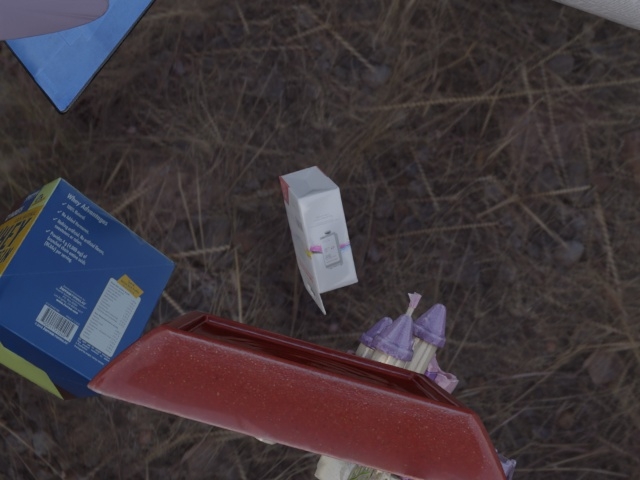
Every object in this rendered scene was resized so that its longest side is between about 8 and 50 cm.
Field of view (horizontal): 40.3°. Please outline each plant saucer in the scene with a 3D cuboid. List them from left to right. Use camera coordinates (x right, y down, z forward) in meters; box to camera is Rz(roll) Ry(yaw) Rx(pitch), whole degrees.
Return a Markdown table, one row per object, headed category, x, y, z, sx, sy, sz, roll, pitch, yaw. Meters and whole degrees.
| category | x | y | z | sx | sy | sz | roll | pitch | yaw |
| --- | --- | --- | --- | --- | --- | --- | --- | --- | --- |
| plant saucer | -0.010 | 0.103 | 0.626 | 0.259 | 0.259 | 0.047 | 16 | 87 | -2 |

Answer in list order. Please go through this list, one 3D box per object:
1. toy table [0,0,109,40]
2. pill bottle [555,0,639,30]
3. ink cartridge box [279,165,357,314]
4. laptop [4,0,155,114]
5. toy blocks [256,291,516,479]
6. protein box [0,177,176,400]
| category | x | y | z | sx | sy | sz | roll | pitch | yaw |
| --- | --- | --- | --- | --- | --- | --- | --- | --- | --- |
| toy table | -0.312 | -0.264 | 0.720 | 0.274 | 0.252 | 0.160 | -2 | 89 | -1 |
| pill bottle | 0.192 | -0.219 | 0.595 | 0.221 | 0.121 | 0.121 | 9 | 65 | -29 |
| ink cartridge box | 0.000 | 0.000 | 1.325 | 0.067 | 0.115 | 0.198 | -17 | 116 | -11 |
| laptop | -0.327 | -0.433 | 0.955 | 0.236 | 0.408 | 0.382 | -35 | 70 | -17 |
| toy blocks | 0.126 | 0.206 | 1.164 | 0.309 | 0.288 | 0.260 | 28 | 94 | 27 |
| protein box | -0.334 | 0.068 | 1.130 | 0.200 | 0.136 | 0.201 | 40 | 54 | -28 |
